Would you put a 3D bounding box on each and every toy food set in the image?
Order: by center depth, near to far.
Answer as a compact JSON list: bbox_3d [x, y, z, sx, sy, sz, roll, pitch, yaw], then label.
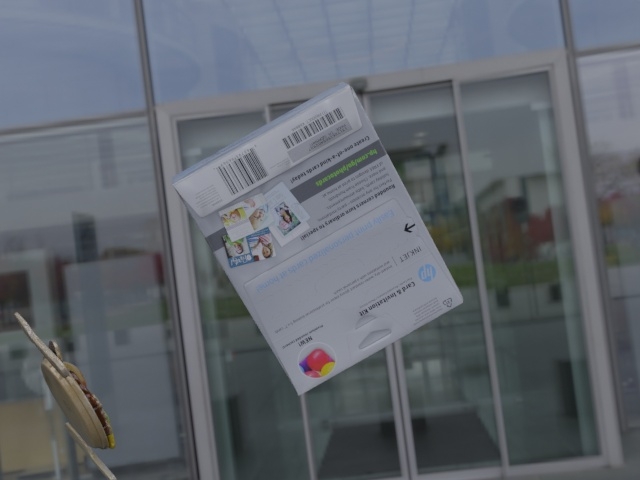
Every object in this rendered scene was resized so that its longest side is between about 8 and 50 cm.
[{"bbox_3d":[-0.259,0.166,1.054,0.038,0.192,0.132,-32,43,-25],"label":"toy food set"}]

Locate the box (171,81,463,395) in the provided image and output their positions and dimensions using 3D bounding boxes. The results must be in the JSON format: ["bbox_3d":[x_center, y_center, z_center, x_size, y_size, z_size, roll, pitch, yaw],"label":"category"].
[{"bbox_3d":[0.000,0.000,0.719,0.145,0.186,0.038,-30,15,0],"label":"box"}]
